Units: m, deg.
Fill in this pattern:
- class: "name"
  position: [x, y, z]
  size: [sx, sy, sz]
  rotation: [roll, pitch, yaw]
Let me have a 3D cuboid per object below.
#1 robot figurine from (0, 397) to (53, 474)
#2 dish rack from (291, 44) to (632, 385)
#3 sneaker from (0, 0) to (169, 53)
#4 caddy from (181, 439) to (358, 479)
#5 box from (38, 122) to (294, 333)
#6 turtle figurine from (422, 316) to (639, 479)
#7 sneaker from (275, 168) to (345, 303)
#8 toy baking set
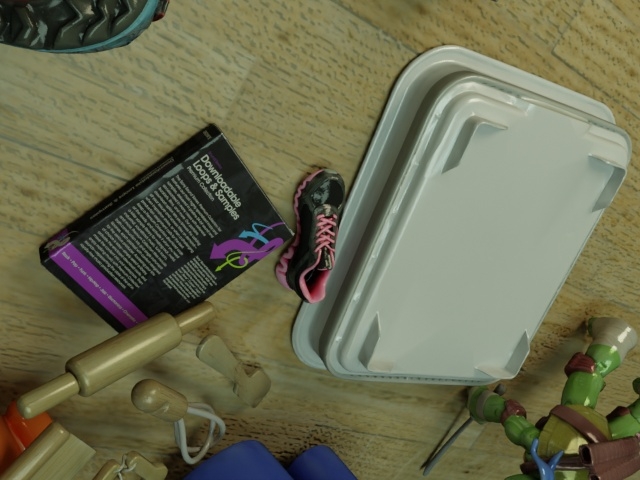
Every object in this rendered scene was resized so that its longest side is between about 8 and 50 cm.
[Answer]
- class: "robot figurine"
  position: [-0.277, 0.191, 0.492]
  size: [0.128, 0.158, 0.220]
  rotation: [4, 125, 18]
- class: "dish rack"
  position: [0.148, 0.010, 0.636]
  size: [0.285, 0.072, 0.333]
  rotation: [10, 112, -30]
- class: "sneaker"
  position: [-0.208, -0.149, 0.337]
  size: [0.261, 0.125, 0.104]
  rotation: [19, 95, -7]
- class: "caddy"
  position: [-0.064, 0.355, 0.639]
  size: [0.241, 0.179, 0.341]
  rotation: [23, 108, -48]
- class: "box"
  position: [-0.114, 0.000, 0.522]
  size: [0.162, 0.029, 0.116]
  rotation: [-35, 129, -2]
- class: "turtle figurine"
  position: [0.271, 0.229, 0.776]
  size: [0.266, 0.197, 0.275]
  rotation: [-36, 140, -23]
- class: "sneaker"
  position: [0.000, 0.000, 0.562]
  size: [0.047, 0.057, 0.119]
  rotation: [3, 116, -26]
- class: "toy baking set"
  position: [-0.139, 0.141, 0.547]
  size: [0.256, 0.030, 0.197]
  rotation: [-31, 140, -39]
